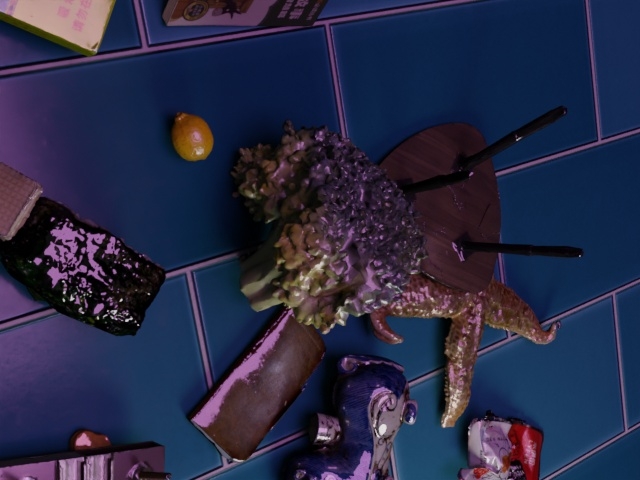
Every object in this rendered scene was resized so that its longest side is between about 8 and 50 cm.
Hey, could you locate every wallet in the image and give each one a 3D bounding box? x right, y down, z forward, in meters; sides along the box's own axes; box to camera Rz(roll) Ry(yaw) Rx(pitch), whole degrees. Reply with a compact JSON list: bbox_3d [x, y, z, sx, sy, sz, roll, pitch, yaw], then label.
[{"bbox_3d":[-0.093,0.234,1.531,0.255,0.031,0.137,-49,120,-21],"label":"wallet"}]

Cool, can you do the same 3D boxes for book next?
[{"bbox_3d":[-0.081,-0.391,1.385,0.264,0.202,0.027,-9,62,-35],"label":"book"}]

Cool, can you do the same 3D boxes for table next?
[{"bbox_3d":[0.289,-0.099,1.607,0.317,0.249,0.317,6,79,-32],"label":"table"},{"bbox_3d":[-0.316,0.357,1.294,0.240,0.111,0.121,0,91,-35],"label":"table"}]

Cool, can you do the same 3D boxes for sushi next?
[{"bbox_3d":[-0.323,0.042,1.283,0.225,0.124,0.127,39,71,-34],"label":"sushi"}]

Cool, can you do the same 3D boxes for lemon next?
[{"bbox_3d":[-0.191,-0.154,1.397,0.062,0.062,0.083,-43,119,-24],"label":"lemon"}]

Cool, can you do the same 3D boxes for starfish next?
[{"bbox_3d":[0.271,0.167,1.764,0.432,0.082,0.324,47,65,-33],"label":"starfish"}]

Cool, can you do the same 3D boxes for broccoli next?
[{"bbox_3d":[0.005,0.010,1.443,0.293,0.281,0.348,38,32,-41],"label":"broccoli"}]

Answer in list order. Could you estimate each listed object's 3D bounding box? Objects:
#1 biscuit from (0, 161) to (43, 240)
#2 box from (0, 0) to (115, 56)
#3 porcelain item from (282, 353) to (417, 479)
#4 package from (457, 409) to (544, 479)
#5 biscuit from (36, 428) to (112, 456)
[{"bbox_3d":[-0.467,0.002,1.181,0.147,0.046,0.250,26,77,3],"label":"biscuit"},{"bbox_3d":[-0.415,-0.385,1.198,0.335,0.047,0.187,20,84,-29],"label":"box"},{"bbox_3d":[0.045,0.331,1.593,0.186,0.138,0.288,14,91,-19],"label":"porcelain item"},{"bbox_3d":[0.357,0.440,1.866,0.269,0.071,0.194,30,80,-48],"label":"package"},{"bbox_3d":[-0.337,0.396,1.372,0.144,0.040,0.236,-28,108,-25],"label":"biscuit"}]
